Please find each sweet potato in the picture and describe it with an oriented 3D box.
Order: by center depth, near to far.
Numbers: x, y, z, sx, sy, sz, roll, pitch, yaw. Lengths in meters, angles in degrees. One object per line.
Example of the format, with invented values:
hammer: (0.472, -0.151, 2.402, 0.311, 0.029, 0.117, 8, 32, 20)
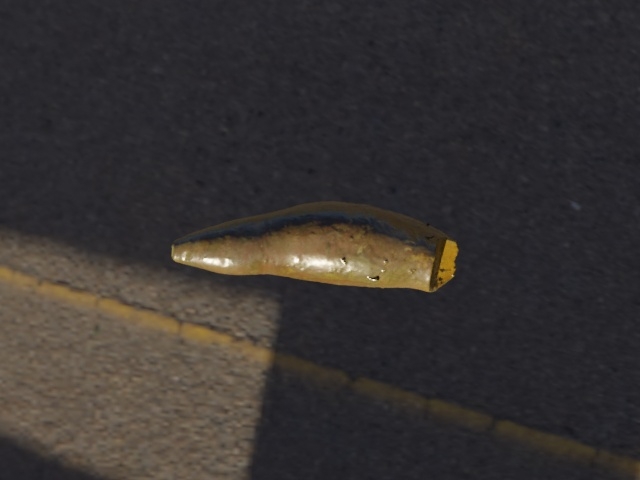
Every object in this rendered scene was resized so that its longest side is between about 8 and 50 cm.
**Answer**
sweet potato: (0.000, 0.000, 1.213, 0.244, 0.077, 0.077, 7, 83, -7)
